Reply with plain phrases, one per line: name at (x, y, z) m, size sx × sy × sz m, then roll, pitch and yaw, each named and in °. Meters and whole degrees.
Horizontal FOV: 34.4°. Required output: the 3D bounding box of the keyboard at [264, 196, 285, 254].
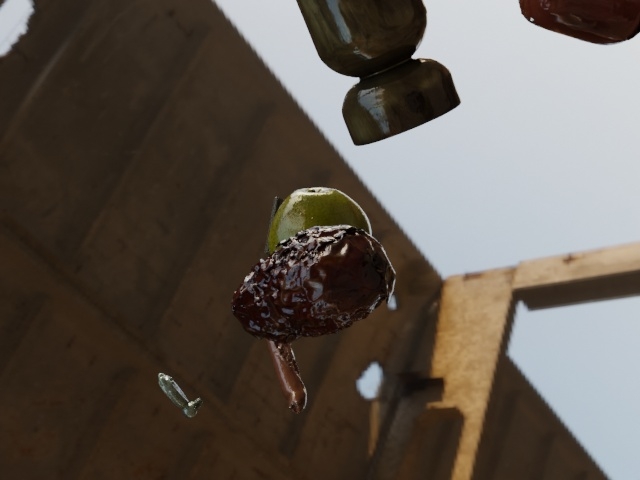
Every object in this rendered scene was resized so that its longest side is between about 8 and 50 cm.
keyboard at (-0.084, -0.025, 2.127) m, size 0.049 × 0.015 × 0.129 m, roll 22°, pitch -117°, yaw -29°

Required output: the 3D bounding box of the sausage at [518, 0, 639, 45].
sausage at (0.258, -0.233, 1.008) m, size 0.141 × 0.076 × 0.076 m, roll 12°, pitch -111°, yaw -24°

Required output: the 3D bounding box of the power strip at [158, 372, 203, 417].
power strip at (-0.211, 0.230, 1.558) m, size 0.035 × 0.055 × 0.083 m, roll -39°, pitch -76°, yaw -4°

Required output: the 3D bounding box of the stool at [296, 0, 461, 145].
stool at (0.084, -0.297, 1.549) m, size 0.179 × 0.179 × 0.264 m, roll -37°, pitch -71°, yaw -50°

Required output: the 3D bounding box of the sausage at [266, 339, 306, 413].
sausage at (-0.050, 0.186, 1.494) m, size 0.042 × 0.036 × 0.158 m, roll 19°, pitch -143°, yaw -36°

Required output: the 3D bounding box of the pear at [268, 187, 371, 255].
pear at (0.000, 0.000, 1.901) m, size 0.198 × 0.198 × 0.198 m, roll 19°, pitch -114°, yaw -49°

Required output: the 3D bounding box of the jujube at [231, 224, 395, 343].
jujube at (-0.015, 0.041, 0.901) m, size 0.104 × 0.166 × 0.104 m, roll 31°, pitch -133°, yaw -41°
